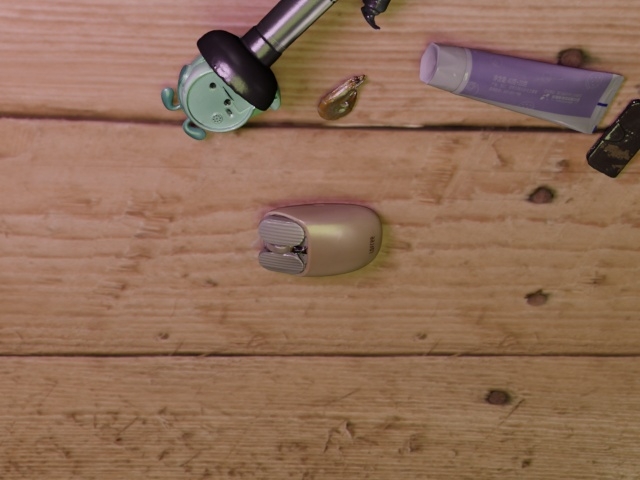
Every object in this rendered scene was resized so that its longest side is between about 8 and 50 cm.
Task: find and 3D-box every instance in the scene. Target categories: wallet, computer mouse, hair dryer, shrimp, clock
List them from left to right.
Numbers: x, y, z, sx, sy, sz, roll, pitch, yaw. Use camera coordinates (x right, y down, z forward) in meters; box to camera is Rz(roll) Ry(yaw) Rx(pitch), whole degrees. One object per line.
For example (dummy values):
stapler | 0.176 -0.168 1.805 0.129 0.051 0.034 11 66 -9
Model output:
clock | -0.172 -0.249 1.971 0.188 0.060 0.148 -31 123 14
hair dryer | -0.099 -0.416 1.820 0.284 0.156 0.320 40 101 13
computer mouse | 0.000 0.000 2.155 0.236 0.082 0.145 -1 126 -8
shrimp | 0.043 -0.249 2.023 0.108 0.023 0.059 -35 131 16
wallet | 0.563 -0.189 2.129 0.082 0.018 0.156 25 119 -22

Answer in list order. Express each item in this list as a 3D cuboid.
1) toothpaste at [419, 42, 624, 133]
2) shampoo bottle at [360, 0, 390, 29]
toothpaste | 0.354 -0.269 2.017 0.371 0.080 0.125 10 123 -20
shampoo bottle | 0.131 -0.475 1.825 0.101 0.101 0.284 15 122 -17
